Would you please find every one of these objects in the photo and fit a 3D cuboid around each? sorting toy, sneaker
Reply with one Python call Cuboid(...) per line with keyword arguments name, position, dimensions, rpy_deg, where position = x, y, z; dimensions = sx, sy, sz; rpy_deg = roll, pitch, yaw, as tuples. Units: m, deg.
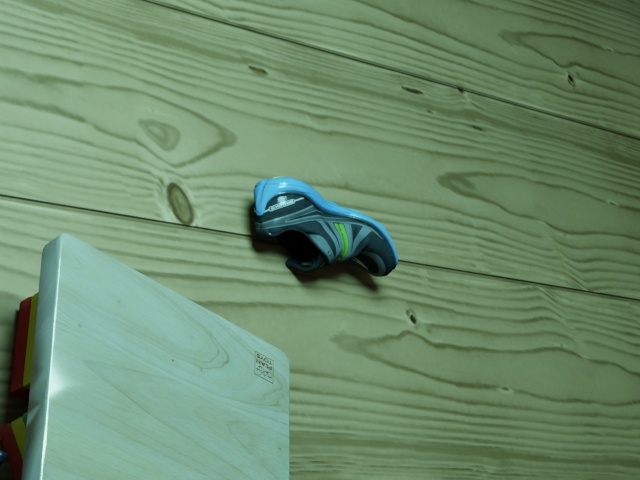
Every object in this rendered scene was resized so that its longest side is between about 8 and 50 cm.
Cuboid(name="sorting toy", position=(-0.146, 0.166, 1.584), dimensions=(0.257, 0.089, 0.255), rpy_deg=(32, 43, -36))
Cuboid(name="sneaker", position=(0.000, 0.000, 1.933), dimensions=(0.188, 0.067, 0.078), rpy_deg=(26, 68, -42))

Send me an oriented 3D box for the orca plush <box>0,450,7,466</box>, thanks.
Cuboid(name="orca plush", position=(-0.251, 0.255, 1.368), dimensions=(0.151, 0.102, 0.287), rpy_deg=(40, 38, -27))
